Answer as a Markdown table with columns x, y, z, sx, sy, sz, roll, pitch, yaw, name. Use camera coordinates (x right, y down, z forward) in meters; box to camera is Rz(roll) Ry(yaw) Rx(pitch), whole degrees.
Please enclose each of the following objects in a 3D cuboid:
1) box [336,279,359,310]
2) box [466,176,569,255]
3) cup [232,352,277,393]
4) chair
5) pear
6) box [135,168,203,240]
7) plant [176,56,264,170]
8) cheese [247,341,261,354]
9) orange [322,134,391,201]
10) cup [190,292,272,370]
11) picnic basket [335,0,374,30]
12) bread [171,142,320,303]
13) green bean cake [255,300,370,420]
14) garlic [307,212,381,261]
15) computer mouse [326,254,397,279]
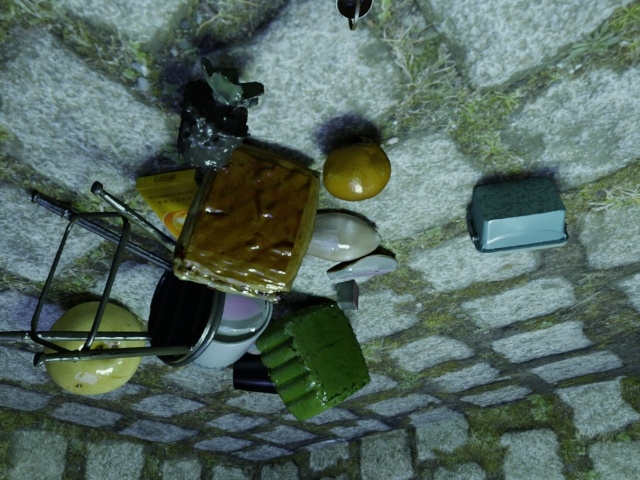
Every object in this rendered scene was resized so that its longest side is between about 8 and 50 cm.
| x | y | z | sx | sy | sz | roll | pitch | yaw | name |
| --- | --- | --- | --- | --- | --- | --- | --- | --- | --- |
| 0.087 | 0.177 | 1.636 | 0.063 | 0.085 | 0.060 | -6 | 146 | 15 | box |
| 0.480 | -0.059 | 1.263 | 0.226 | 0.162 | 0.130 | -9 | 134 | 8 | box |
| -0.249 | 0.548 | 2.080 | 0.176 | 0.166 | 0.239 | 0 | 144 | 2 | cup |
| -0.471 | 0.115 | 1.218 | 0.361 | 0.365 | 0.410 | 0 | 162 | 42 | chair |
| -0.722 | 0.345 | 1.652 | 0.309 | 0.309 | 0.309 | -2 | 145 | -1 | pear |
| -0.329 | -0.069 | 1.288 | 0.152 | 0.044 | 0.269 | -6 | 144 | 12 | box |
| -0.197 | -0.239 | 0.975 | 0.142 | 0.131 | 0.203 | 12 | 130 | -17 | plant |
| -0.207 | 0.376 | 1.924 | 0.135 | 0.052 | 0.244 | 17 | 142 | -36 | cheese |
| 0.077 | -0.157 | 1.105 | 0.156 | 0.157 | 0.134 | 0 | 124 | -4 | orange |
| -0.310 | 0.252 | 1.570 | 0.253 | 0.254 | 0.372 | 10 | 146 | -17 | cup |
| 0.056 | -0.382 | 0.828 | 0.071 | 0.083 | 0.072 | -1 | 144 | -1 | picnic basket |
| -0.164 | -0.039 | 1.164 | 0.277 | 0.325 | 0.167 | 17 | 176 | -16 | bread |
| -0.030 | 0.377 | 1.659 | 0.218 | 0.335 | 0.319 | -37 | 161 | 33 | green bean cake |
| 0.000 | -0.005 | 1.369 | 0.317 | 0.112 | 0.143 | 4 | 149 | 10 | garlic |
| 0.122 | 0.074 | 1.472 | 0.125 | 0.056 | 0.245 | -20 | 166 | 41 | computer mouse |
